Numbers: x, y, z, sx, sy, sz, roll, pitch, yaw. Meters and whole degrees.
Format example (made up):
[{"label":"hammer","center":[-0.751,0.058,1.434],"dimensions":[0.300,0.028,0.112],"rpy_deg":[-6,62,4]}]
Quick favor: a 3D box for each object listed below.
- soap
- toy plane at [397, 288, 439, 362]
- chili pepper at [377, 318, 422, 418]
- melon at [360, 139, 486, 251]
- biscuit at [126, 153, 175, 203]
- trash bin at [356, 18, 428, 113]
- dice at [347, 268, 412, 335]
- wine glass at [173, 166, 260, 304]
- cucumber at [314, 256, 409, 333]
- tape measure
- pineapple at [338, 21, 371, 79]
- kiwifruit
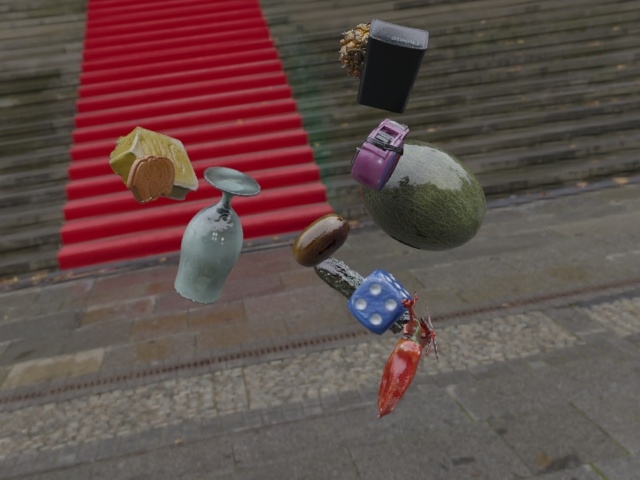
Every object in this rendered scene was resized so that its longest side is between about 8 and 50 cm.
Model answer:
[{"label":"soap","center":[-0.427,-0.196,1.854],"dimensions":[0.080,0.160,0.257],"rpy_deg":[-29,-14,19]},{"label":"toy plane","center":[0.207,0.192,1.609],"dimensions":[0.077,0.126,0.194],"rpy_deg":[-7,-22,16]},{"label":"chili pepper","center":[0.144,0.231,1.303],"dimensions":[0.050,0.191,0.059],"rpy_deg":[19,5,-39]},{"label":"melon","center":[0.241,-0.098,1.702],"dimensions":[0.301,0.238,0.237],"rpy_deg":[29,4,-16]},{"label":"biscuit","center":[-0.348,-0.128,1.519],"dimensions":[0.019,0.102,0.130],"rpy_deg":[14,16,30]},{"label":"trash bin","center":[0.199,-0.493,2.108],"dimensions":[0.165,0.226,0.115],"rpy_deg":[13,43,0]},{"label":"dice","center":[0.171,0.178,2.113],"dimensions":[0.146,0.146,0.143],"rpy_deg":[-47,-10,14]},{"label":"wine glass","center":[-0.163,-0.004,1.123],"dimensions":[0.092,0.202,0.093],"rpy_deg":[16,25,-8]},{"label":"cucumber","center":[0.126,0.160,2.344],"dimensions":[0.096,0.359,0.096],"rpy_deg":[-51,7,9]},{"label":"tape measure","center":[0.109,-0.157,1.369],"dimensions":[0.074,0.118,0.125],"rpy_deg":[29,31,12]},{"label":"pineapple","center":[0.155,-0.561,2.243],"dimensions":[0.224,0.225,0.076],"rpy_deg":[-5,42,13]},{"label":"kiwifruit","center":[0.000,0.000,1.385],"dimensions":[0.124,0.075,0.075],"rpy_deg":[-44,7,13]}]
